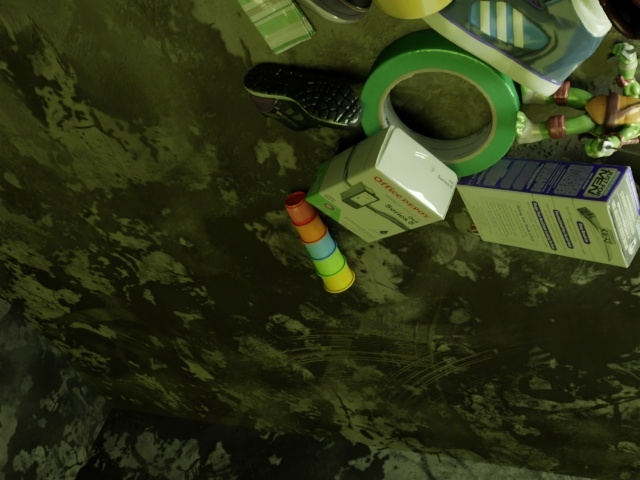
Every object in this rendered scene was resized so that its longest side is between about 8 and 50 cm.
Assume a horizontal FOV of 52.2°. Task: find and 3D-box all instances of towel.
[{"bbox_3d":[-0.094,-0.452,1.312,0.113,0.023,0.152,-15,129,35],"label":"towel"}]

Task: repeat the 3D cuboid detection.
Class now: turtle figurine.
[{"bbox_3d":[0.486,-0.251,1.158,0.266,0.275,0.197,5,105,25],"label":"turtle figurine"}]

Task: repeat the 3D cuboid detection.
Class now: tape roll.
[{"bbox_3d":[0.242,-0.269,1.335,0.322,0.077,0.321,13,141,10],"label":"tape roll"}]

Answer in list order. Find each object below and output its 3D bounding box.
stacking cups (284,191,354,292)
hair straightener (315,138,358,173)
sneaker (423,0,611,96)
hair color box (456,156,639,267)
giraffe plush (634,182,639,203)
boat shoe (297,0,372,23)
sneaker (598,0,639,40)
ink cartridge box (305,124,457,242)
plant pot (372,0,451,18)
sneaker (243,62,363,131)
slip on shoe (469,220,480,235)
[{"bbox_3d":[0.000,0.000,1.764,0.096,0.096,0.316,-3,131,27],"label":"stacking cups"},{"bbox_3d":[0.033,-0.160,1.592,0.089,0.047,0.230,17,146,5],"label":"hair straightener"},{"bbox_3d":[0.336,-0.421,1.103,0.323,0.130,0.236,35,122,4],"label":"sneaker"},{"bbox_3d":[0.472,-0.068,1.355,0.339,0.110,0.185,15,149,47],"label":"hair color box"},{"bbox_3d":[0.700,-0.071,1.324,0.210,0.181,0.171,5,167,-39],"label":"giraffe plush"},{"bbox_3d":[-0.028,-0.505,1.073,0.355,0.132,0.130,37,138,-29],"label":"boat shoe"},{"bbox_3d":[0.511,-0.357,0.984,0.282,0.162,0.106,6,159,-19],"label":"sneaker"},{"bbox_3d":[0.128,-0.113,1.428,0.198,0.114,0.273,34,153,-22],"label":"ink cartridge box"},{"bbox_3d":[0.128,-0.480,1.003,0.254,0.253,0.239,5,165,19],"label":"plant pot"},{"bbox_3d":[-0.025,-0.286,1.403,0.283,0.107,0.124,26,157,26],"label":"sneaker"},{"bbox_3d":[0.427,-0.032,1.562,0.136,0.051,0.041,-6,175,19],"label":"slip on shoe"}]
